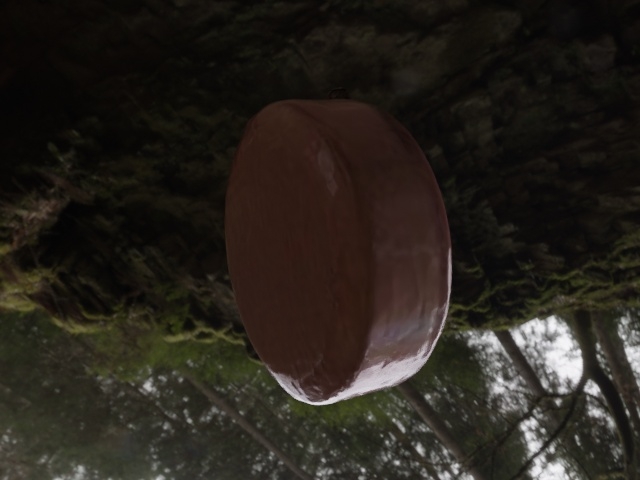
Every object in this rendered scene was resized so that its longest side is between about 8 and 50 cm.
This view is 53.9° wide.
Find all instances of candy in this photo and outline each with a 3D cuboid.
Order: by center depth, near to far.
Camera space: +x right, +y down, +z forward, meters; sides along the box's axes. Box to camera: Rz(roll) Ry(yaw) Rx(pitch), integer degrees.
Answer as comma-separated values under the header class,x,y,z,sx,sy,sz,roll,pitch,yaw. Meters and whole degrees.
class,x,y,z,sx,sy,sz,roll,pitch,yaw
candy,0.000,0.000,0.515,0.094,0.255,0.255,-8,-155,-29
